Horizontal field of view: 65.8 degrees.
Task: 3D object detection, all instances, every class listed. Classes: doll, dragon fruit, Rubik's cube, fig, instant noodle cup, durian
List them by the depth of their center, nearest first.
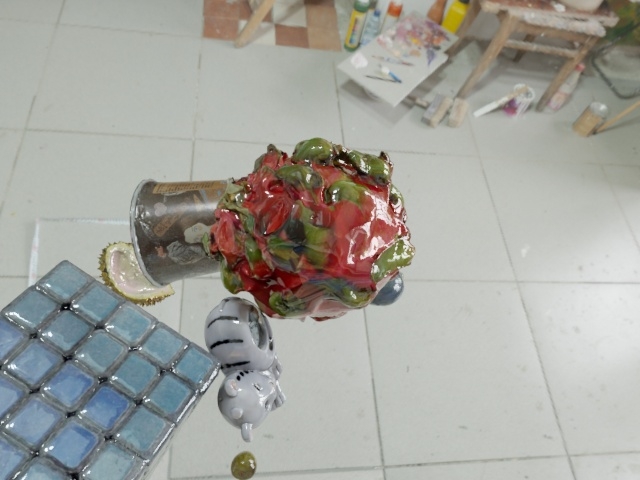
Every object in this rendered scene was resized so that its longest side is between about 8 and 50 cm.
[{"bbox_3d":[-0.296,0.213,0.590,0.237,0.238,0.237,32,49,0],"label":"Rubik's cube"},{"bbox_3d":[-0.002,-0.012,0.661,0.303,0.231,0.237,-7,81,-37],"label":"dragon fruit"},{"bbox_3d":[-0.225,-0.025,0.961,0.207,0.217,0.217,-7,60,5],"label":"instant noodle cup"},{"bbox_3d":[-0.210,0.619,1.372,0.074,0.088,0.074,1,101,3],"label":"fig"},{"bbox_3d":[-0.597,0.116,1.546,0.249,0.138,0.183,53,47,-15],"label":"durian"},{"bbox_3d":[0.165,0.126,1.587,0.228,0.258,0.154,7,89,-5],"label":"doll"}]

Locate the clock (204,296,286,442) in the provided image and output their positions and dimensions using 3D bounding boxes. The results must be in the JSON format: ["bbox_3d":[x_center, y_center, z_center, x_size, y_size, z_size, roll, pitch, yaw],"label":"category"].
[{"bbox_3d":[-0.106,0.163,0.656,0.080,0.117,0.176,-17,91,9],"label":"clock"}]
